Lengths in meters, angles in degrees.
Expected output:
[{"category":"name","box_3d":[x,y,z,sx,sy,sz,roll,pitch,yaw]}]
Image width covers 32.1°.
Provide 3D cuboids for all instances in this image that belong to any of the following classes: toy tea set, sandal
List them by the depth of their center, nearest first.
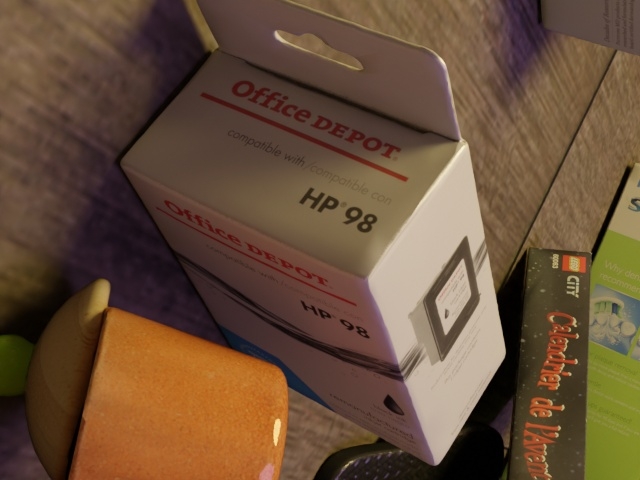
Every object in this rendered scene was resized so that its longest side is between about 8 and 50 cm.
[{"category":"toy tea set","box_3d":[-0.106,0.179,0.349,0.200,0.124,0.335,138,-37,-74]},{"category":"sandal","box_3d":[0.051,0.137,0.669,0.179,0.040,0.067,7,101,-46]}]

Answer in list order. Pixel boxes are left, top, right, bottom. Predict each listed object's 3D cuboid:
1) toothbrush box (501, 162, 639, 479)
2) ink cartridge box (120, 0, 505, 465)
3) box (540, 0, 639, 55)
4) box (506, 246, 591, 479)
[{"category":"toothbrush box","box_3d":[0.288,0.097,0.955,0.206,0.122,0.283,16,95,-62]},{"category":"ink cartridge box","box_3d":[0.000,0.000,0.395,0.060,0.104,0.180,-53,149,-21]},{"category":"box","box_3d":[0.176,-0.168,0.589,0.101,0.087,0.102,-54,149,-23]},{"category":"box","box_3d":[0.144,0.141,0.722,0.233,0.044,0.159,-74,164,-46]}]
